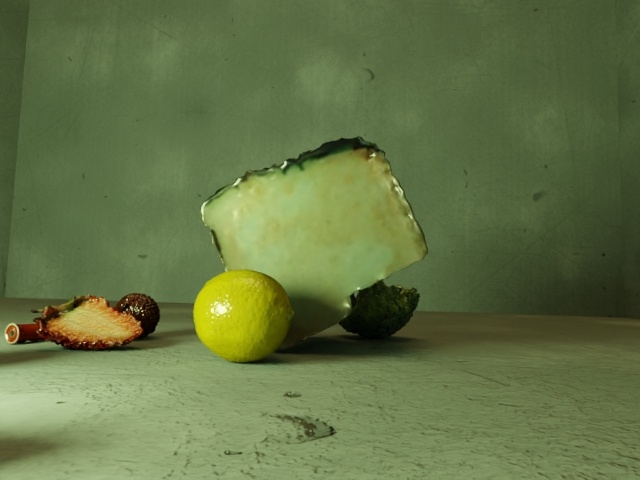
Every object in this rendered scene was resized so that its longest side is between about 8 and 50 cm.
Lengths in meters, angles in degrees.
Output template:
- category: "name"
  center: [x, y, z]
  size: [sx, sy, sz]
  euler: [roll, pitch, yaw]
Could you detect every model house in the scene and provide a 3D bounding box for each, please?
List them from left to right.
- category: "model house"
  center: [0.000, 0.000, 1.211]
  size: [0.444, 0.396, 0.400]
  euler: [-28, -7, 3]

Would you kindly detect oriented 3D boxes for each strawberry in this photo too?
- category: "strawberry"
  center: [-0.498, 0.201, 1.023]
  size: [0.207, 0.087, 0.167]
  euler: [26, 25, 20]

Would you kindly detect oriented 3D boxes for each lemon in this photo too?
- category: "lemon"
  center: [-0.143, 0.142, 0.906]
  size: [0.202, 0.179, 0.178]
  euler: [-5, -7, 19]

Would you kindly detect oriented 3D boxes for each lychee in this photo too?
- category: "lychee"
  center: [-0.470, 0.193, 1.219]
  size: [0.123, 0.124, 0.129]
  euler: [-1, -14, 24]

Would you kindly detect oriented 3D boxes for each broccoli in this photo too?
- category: "broccoli"
  center: [0.158, 0.196, 1.366]
  size: [0.226, 0.176, 0.197]
  euler: [16, 2, 36]

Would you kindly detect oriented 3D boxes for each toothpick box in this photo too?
- category: "toothpick box"
  center: [-0.664, 0.209, 1.080]
  size: [0.047, 0.047, 0.083]
  euler: [-1, -6, 22]
